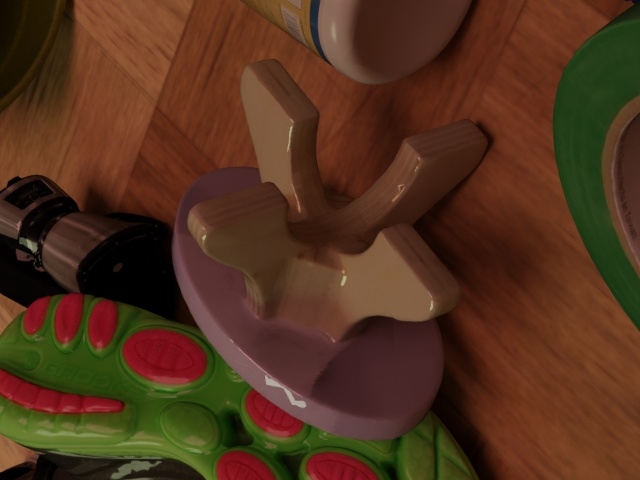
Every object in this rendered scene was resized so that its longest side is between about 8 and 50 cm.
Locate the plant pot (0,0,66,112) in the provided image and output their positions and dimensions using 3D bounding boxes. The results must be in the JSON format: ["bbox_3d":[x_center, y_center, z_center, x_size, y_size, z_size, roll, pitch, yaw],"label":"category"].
[{"bbox_3d":[-0.497,-0.268,1.589,0.353,0.366,0.366,1,95,58],"label":"plant pot"}]

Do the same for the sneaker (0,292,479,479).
[{"bbox_3d":[-0.060,0.176,1.295,0.483,0.202,0.185,21,73,29],"label":"sneaker"}]

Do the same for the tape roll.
[{"bbox_3d":[0.269,-0.002,0.855,0.321,0.077,0.321,44,158,23],"label":"tape roll"}]

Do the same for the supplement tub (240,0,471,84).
[{"bbox_3d":[0.006,-0.222,1.174,0.199,0.144,0.144,39,122,36],"label":"supplement tub"}]

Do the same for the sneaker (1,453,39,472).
[{"bbox_3d":[-0.291,0.303,1.602,0.063,0.075,0.170,-45,63,39],"label":"sneaker"}]

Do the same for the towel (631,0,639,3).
[{"bbox_3d":[0.176,-0.285,1.002,0.308,0.076,0.228,36,96,41],"label":"towel"}]

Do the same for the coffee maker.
[{"bbox_3d":[-0.235,0.040,1.479,0.178,0.120,0.171,25,113,43],"label":"coffee maker"}]

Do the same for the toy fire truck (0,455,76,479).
[{"bbox_3d":[-0.245,0.331,1.472,0.158,0.217,0.246,-21,94,47],"label":"toy fire truck"}]

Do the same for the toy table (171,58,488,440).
[{"bbox_3d":[0.000,0.000,1.156,0.274,0.252,0.161,41,139,22],"label":"toy table"}]
